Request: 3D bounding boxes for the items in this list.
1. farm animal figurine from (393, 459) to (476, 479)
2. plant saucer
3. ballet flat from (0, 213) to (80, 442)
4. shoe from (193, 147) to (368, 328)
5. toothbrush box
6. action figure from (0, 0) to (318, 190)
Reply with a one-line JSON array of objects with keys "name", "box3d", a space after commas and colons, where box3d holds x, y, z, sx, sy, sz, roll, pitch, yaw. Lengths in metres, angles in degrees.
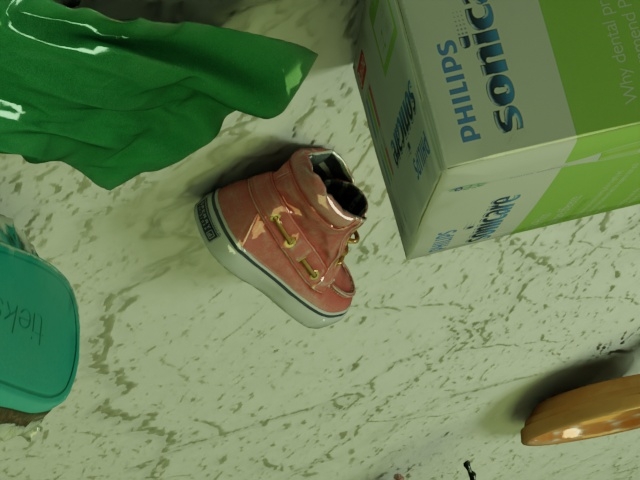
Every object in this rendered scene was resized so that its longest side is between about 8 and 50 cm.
[{"name": "farm animal figurine", "box3d": [0.118, 0.407, 1.639, 0.172, 0.326, 0.330, 1, 164, -26]}, {"name": "plant saucer", "box3d": [0.295, 0.166, 1.607, 0.200, 0.037, 0.200, -10, 166, -3]}, {"name": "ballet flat", "box3d": [-0.235, 0.010, 0.701, 0.147, 0.147, 0.409, -27, 156, 2]}, {"name": "shoe", "box3d": [0.000, 0.000, 0.983, 0.081, 0.063, 0.178, -28, 153, 15]}, {"name": "toothbrush box", "box3d": [0.170, -0.094, 0.786, 0.283, 0.122, 0.206, -15, 170, -4]}, {"name": "action figure", "box3d": [-0.118, -0.079, 0.704, 0.137, 0.063, 0.232, -35, 159, 23]}]
